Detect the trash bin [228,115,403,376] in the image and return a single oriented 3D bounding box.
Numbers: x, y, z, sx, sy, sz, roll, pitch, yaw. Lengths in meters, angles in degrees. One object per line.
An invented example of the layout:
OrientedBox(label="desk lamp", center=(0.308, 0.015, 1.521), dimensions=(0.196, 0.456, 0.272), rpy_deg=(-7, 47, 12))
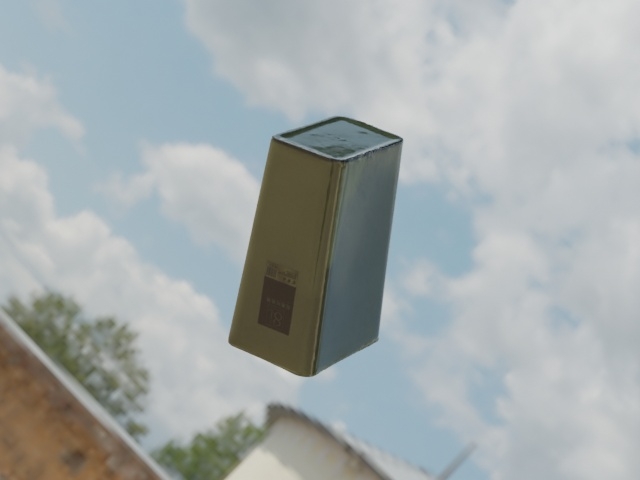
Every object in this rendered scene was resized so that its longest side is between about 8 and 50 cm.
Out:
OrientedBox(label="trash bin", center=(0.000, 0.000, 0.642), dimensions=(0.043, 0.061, 0.092), rpy_deg=(20, -66, 28))
